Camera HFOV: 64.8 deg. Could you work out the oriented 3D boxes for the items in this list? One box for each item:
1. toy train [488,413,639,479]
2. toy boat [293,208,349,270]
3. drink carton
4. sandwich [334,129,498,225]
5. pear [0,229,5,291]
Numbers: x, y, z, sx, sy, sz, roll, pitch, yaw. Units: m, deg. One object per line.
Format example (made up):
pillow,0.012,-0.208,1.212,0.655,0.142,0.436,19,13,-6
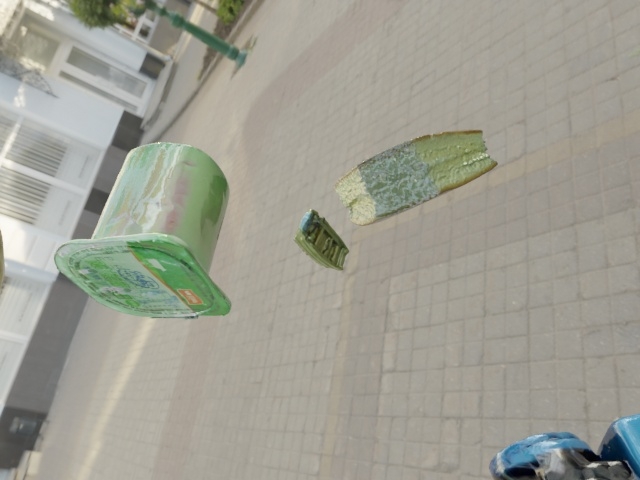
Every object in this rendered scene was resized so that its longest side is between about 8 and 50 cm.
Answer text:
toy train,0.324,0.314,0.529,0.188,0.265,0.300,-98,-2,-48
toy boat,-0.006,-0.001,1.609,0.084,0.276,0.111,8,65,35
drink carton,-0.165,-0.013,0.522,0.144,0.146,0.142,-4,56,13
sandwich,0.129,-0.095,0.774,0.258,0.096,0.094,-23,88,28
pear,-0.532,0.024,0.562,0.304,0.304,0.303,-41,36,40
